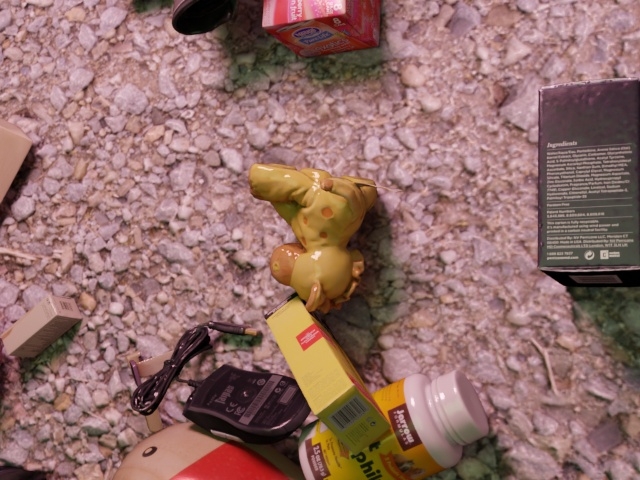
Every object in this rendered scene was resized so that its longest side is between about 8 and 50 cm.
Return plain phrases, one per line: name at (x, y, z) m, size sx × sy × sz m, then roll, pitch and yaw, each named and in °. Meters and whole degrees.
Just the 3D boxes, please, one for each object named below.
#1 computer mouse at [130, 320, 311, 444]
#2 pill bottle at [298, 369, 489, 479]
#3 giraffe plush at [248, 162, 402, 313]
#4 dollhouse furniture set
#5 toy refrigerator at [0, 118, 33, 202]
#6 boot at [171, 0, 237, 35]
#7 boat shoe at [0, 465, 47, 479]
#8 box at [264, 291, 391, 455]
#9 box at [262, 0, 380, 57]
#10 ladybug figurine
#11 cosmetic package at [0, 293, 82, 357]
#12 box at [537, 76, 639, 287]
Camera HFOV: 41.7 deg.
computer mouse at (-0.105, 0.190, 1.118) m, size 0.261 × 0.060 × 0.184 m, roll 3°, pitch 38°, yaw 28°
pill bottle at (0.088, 0.237, 1.013) m, size 0.215 × 0.117 × 0.117 m, roll -29°, pitch 69°, yaw 19°
giraffe plush at (0.000, 0.000, 1.079) m, size 0.210 × 0.181 × 0.171 m, roll 18°, pitch 101°, yaw 45°
dollhouse furniture set at (-0.227, 0.216, 1.234) m, size 0.081 × 0.091 × 0.114 m, roll -16°, pitch 98°, yaw -18°
toy refrigerator at (-0.600, -0.082, 1.407) m, size 0.094 × 0.102 × 0.270 m, roll 35°, pitch 98°, yaw 48°
boot at (-0.206, -0.388, 1.212) m, size 0.338 × 0.118 × 0.223 m, roll -27°, pitch 60°, yaw 46°
boat shoe at (-0.498, 0.504, 1.268) m, size 0.158 × 0.127 × 0.341 m, roll 4°, pitch 82°, yaw 43°
box at (0.003, 0.153, 1.018) m, size 0.058 × 0.087 × 0.232 m, roll -39°, pitch 28°, yaw 2°
box at (0.007, -0.400, 1.164) m, size 0.128 × 0.122 × 0.257 m, roll -2°, pitch 80°, yaw 25°
ladybug figurine at (-0.110, 0.424, 1.035) m, size 0.449 × 0.162 × 0.305 m, roll 41°, pitch 98°, yaw 20°
cosmetic package at (-0.440, 0.136, 1.324) m, size 0.115 × 0.060 × 0.041 m, roll -37°, pitch 66°, yaw 14°
box at (0.309, -0.058, 0.938) m, size 0.108 × 0.153 × 0.207 m, roll -1°, pitch 81°, yaw 26°
